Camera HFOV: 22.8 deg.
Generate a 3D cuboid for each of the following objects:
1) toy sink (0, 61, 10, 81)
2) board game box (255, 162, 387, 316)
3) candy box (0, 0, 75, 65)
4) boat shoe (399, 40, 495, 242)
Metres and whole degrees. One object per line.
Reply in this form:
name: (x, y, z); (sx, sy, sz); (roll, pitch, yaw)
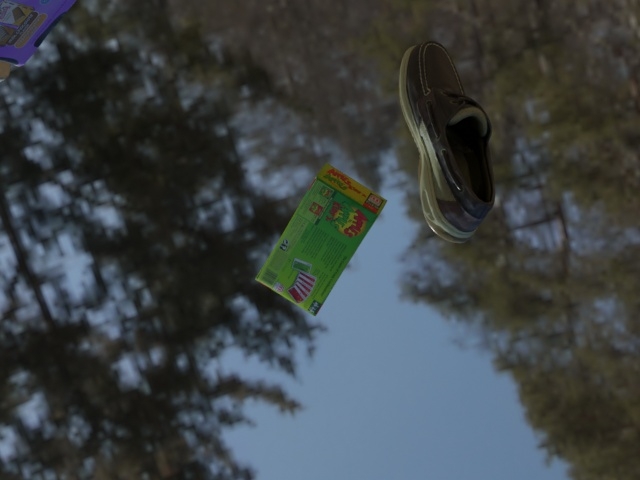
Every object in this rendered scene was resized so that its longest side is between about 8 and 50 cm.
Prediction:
toy sink: (-0.459, -0.238, 1.652); (0.234, 0.153, 0.131); (13, 153, -43)
board game box: (0.000, 0.000, 2.006); (0.092, 0.181, 0.043); (32, -147, 0)
candy box: (-0.257, -0.222, 1.143); (0.165, 0.070, 0.196); (-45, 149, 25)
boat shoe: (0.134, -0.108, 1.558); (0.080, 0.224, 0.073); (16, 144, -35)
